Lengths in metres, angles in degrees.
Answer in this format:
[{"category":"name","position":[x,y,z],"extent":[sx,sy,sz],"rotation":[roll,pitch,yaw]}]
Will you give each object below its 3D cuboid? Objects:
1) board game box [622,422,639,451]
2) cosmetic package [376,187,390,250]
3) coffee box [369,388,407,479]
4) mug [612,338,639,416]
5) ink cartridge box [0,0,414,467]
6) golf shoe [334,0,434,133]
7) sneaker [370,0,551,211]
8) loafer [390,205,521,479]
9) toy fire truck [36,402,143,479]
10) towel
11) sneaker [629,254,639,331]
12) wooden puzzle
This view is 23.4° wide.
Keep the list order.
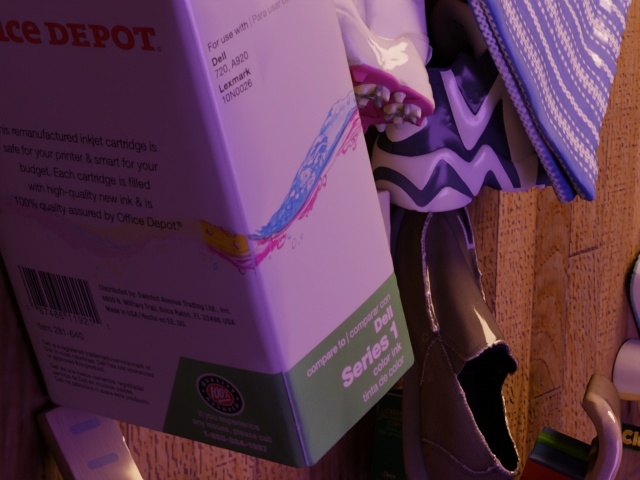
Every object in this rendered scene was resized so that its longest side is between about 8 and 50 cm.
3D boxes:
[{"category":"board game box","position":[0.419,0.227,1.595],"extent":[0.260,0.136,0.030],"rotation":[20,83,-53]},{"category":"cosmetic package","position":[0.000,0.000,1.085],"extent":[0.115,0.041,0.060],"rotation":[-15,109,-50]},{"category":"coffee box","position":[0.084,0.208,1.237],"extent":[0.113,0.040,0.184],"rotation":[-2,100,-50]},{"category":"mug","position":[0.334,0.137,1.524],"extent":[0.062,0.064,0.078],"rotation":[-62,139,-24]},{"category":"ink cartridge box","position":[-0.082,-0.036,0.840],"extent":[0.117,0.201,0.278],"rotation":[-39,126,-41]},{"category":"golf shoe","position":[-0.020,-0.178,0.983],"extent":[0.306,0.115,0.140],"rotation":[36,59,-56]},{"category":"sneaker","position":[0.131,-0.119,1.182],"extent":[0.235,0.094,0.153],"rotation":[-14,117,-40]},{"category":"loafer","position":[0.109,0.077,1.163],"extent":[0.094,0.087,0.251],"rotation":[10,69,-50]},{"category":"toy fire truck","position":[-0.076,0.213,0.969],"extent":[0.217,0.158,0.246],"rotation":[-31,128,-53]},{"category":"towel","position":[0.189,-0.223,1.196],"extent":[0.243,0.040,0.336],"rotation":[58,36,-35]},{"category":"sneaker","position":[0.384,0.097,1.557],"extent":[0.087,0.092,0.228],"rotation":[-60,139,-27]},{"category":"wooden puzzle","position":[0.160,0.276,1.226],"extent":[0.322,0.080,0.348],"rotation":[8,99,-79]}]
